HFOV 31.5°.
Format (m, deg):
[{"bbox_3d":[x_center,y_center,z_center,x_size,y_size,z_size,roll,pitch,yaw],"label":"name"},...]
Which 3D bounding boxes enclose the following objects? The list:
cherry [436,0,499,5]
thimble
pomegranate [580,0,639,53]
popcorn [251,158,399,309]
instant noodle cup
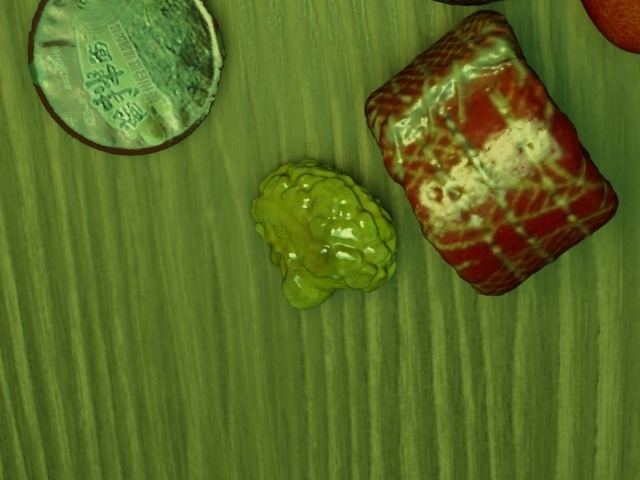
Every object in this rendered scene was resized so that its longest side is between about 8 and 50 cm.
[{"bbox_3d":[0.184,-0.417,1.445,0.230,0.203,0.300,9,153,29],"label":"cherry"},{"bbox_3d":[0.223,-0.114,1.498,0.230,0.350,0.350,-34,104,12],"label":"thimble"},{"bbox_3d":[0.454,-0.356,1.481,0.256,0.221,0.221,-5,111,-34],"label":"pomegranate"},{"bbox_3d":[0.000,0.000,1.610,0.226,0.200,0.203,30,100,-6],"label":"popcorn"},{"bbox_3d":[-0.266,-0.261,1.587,0.274,0.091,0.274,0,108,1],"label":"instant noodle cup"}]
